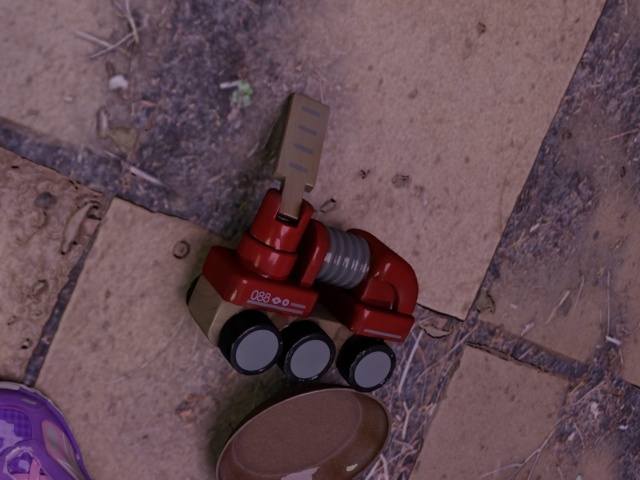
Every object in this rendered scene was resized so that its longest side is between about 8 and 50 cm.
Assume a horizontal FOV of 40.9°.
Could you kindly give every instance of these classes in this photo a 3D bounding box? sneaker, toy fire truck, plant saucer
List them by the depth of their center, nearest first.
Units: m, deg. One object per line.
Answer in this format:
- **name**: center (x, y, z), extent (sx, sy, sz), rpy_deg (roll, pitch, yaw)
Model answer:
- **sneaker**: center (-0.246, 0.232, 0.785), extent (0.095, 0.104, 0.236), rpy_deg (-34, 118, -18)
- **toy fire truck**: center (0.000, 0.000, 0.865), extent (0.217, 0.158, 0.246), rpy_deg (15, 106, -34)
- **plant saucer**: center (-0.020, 0.217, 0.931), extent (0.199, 0.036, 0.198), rpy_deg (-12, 132, -14)
